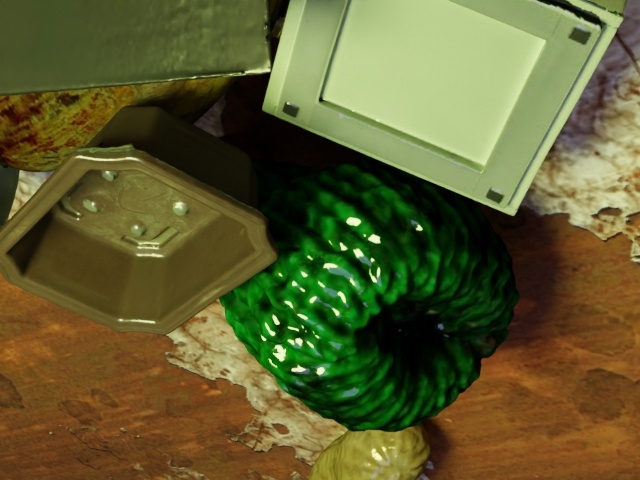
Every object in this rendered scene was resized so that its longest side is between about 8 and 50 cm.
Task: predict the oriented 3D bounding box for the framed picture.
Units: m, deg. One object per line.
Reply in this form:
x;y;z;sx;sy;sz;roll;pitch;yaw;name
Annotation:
-0.150;-0.277;0.882;0.255;0.014;0.338;-1;94;30;framed picture

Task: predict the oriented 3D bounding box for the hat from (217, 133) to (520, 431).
0.000;0.000;1.150;0.332;0.242;0.274;40;174;36;hat

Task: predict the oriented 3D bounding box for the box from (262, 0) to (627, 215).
0.095;-0.162;0.961;0.225;0.117;0.225;23;141;4;box

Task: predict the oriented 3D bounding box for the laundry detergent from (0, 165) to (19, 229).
-0.364;-0.053;1.115;0.125;0.397;0.264;-17;129;7;laundry detergent

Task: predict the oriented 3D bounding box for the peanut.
0.051;0.271;1.488;0.095;0.108;0.226;29;144;-12;peanut

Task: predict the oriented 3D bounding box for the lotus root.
-0.168;-0.165;1.045;0.196;0.179;0.397;14;151;-38;lotus root

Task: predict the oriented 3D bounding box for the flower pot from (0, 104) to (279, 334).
-0.147;-0.021;1.017;0.179;0.084;0.251;27;144;-24;flower pot
